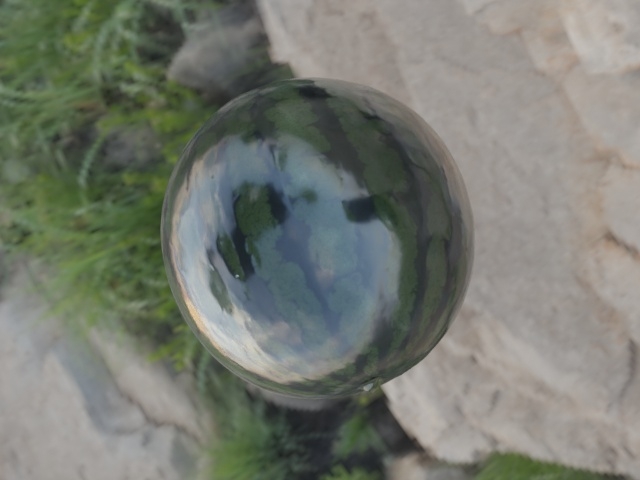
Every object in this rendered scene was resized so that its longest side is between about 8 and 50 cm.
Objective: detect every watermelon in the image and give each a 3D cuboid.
[{"bbox_3d":[0.000,0.000,1.100,0.212,0.212,0.212,16,118,33],"label":"watermelon"}]
